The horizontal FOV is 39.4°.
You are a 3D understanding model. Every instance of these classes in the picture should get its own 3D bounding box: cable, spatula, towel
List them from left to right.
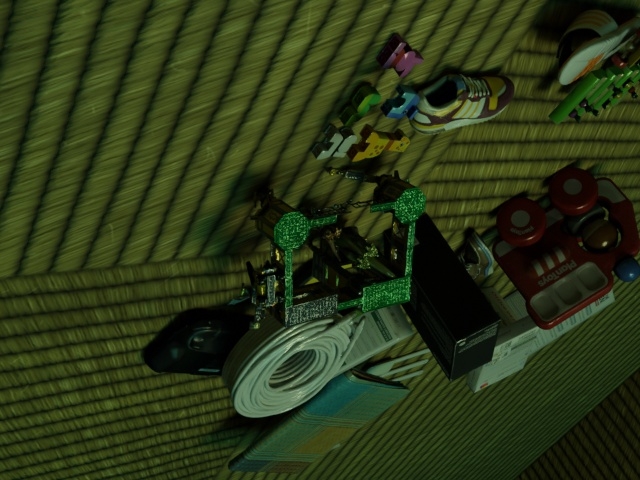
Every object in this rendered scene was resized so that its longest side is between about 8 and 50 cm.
[{"bbox_3d":[-0.061,0.217,1.654,0.257,0.089,0.257,-12,140,-35],"label":"cable"},{"bbox_3d":[-0.002,0.414,2.012,0.370,0.040,0.271,-40,147,18],"label":"towel"},{"bbox_3d":[0.190,0.330,2.250,0.241,0.019,0.168,-12,145,-31],"label":"spatula"}]

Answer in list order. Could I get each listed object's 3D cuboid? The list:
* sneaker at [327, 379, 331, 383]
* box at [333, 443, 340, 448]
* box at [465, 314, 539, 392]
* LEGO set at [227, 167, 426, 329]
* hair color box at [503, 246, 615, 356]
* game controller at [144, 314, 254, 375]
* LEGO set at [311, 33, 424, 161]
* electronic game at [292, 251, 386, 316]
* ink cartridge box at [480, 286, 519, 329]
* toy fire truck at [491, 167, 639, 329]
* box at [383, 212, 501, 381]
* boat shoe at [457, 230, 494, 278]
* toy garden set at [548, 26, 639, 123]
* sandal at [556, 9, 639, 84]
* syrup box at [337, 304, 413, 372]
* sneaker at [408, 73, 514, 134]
[{"bbox_3d":[0.015,0.267,1.928,0.067,0.078,0.188,-5,141,-39],"label":"sneaker"},{"bbox_3d":[-0.018,0.484,2.220,0.101,0.087,0.102,-27,151,-6],"label":"box"},{"bbox_3d":[0.408,0.254,2.000,0.145,0.038,0.186,-22,144,-19],"label":"box"},{"bbox_3d":[0.000,0.000,1.466,0.331,0.192,0.255,-20,120,-25],"label":"LEGO set"},{"bbox_3d":[0.557,0.187,2.277,0.374,0.114,0.185,-34,151,5],"label":"hair color box"},{"bbox_3d":[-0.179,0.204,1.686,0.166,0.067,0.319,-30,154,28],"label":"game controller"},{"bbox_3d":[0.096,-0.180,1.312,0.093,0.087,0.227,1,139,-43],"label":"LEGO set"},{"bbox_3d":[0.027,0.095,1.708,0.229,0.048,0.229,-23,150,-15],"label":"electronic game"},{"bbox_3d":[0.354,0.197,2.059,0.212,0.154,0.093,-1,137,-41],"label":"ink cartridge box"},{"bbox_3d":[0.512,0.015,1.826,0.302,0.254,0.169,-30,151,-1],"label":"toy fire truck"},{"bbox_3d":[0.224,0.108,1.692,0.103,0.261,0.184,-24,151,-13],"label":"box"},{"bbox_3d":[0.325,0.043,1.887,0.066,0.066,0.183,-30,151,1],"label":"boat shoe"},{"bbox_3d":[0.526,-0.279,1.525,0.244,0.049,0.204,-20,157,-46],"label":"toy garden set"},{"bbox_3d":[0.432,-0.324,1.430,0.265,0.076,0.102,-32,168,-46],"label":"sandal"},{"bbox_3d":[0.058,0.203,1.794,0.236,0.093,0.096,-32,169,24],"label":"syrup box"},{"bbox_3d":[0.226,-0.224,1.383,0.185,0.070,0.084,-24,155,-16],"label":"sneaker"}]
